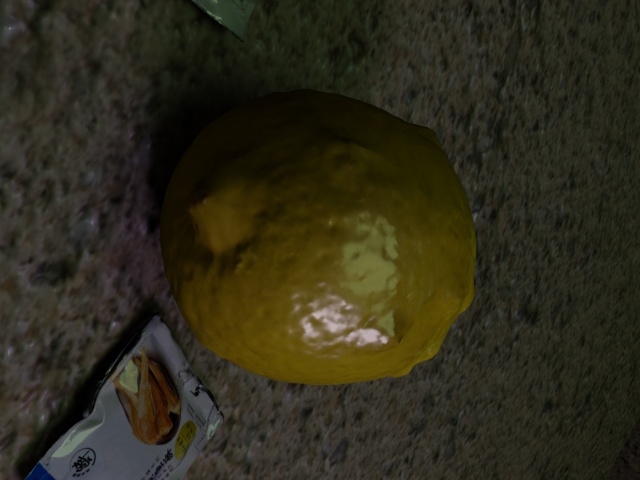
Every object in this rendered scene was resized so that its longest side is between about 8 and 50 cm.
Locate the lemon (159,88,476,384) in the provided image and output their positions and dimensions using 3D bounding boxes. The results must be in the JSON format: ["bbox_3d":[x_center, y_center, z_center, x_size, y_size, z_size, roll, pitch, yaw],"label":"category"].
[{"bbox_3d":[0.000,0.000,0.756,0.288,0.233,0.234,19,91,-57],"label":"lemon"}]

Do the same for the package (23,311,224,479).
[{"bbox_3d":[-0.154,0.170,0.806,0.173,0.027,0.171,-57,147,-27],"label":"package"}]

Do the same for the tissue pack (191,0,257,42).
[{"bbox_3d":[-0.052,-0.258,0.718,0.122,0.026,0.193,35,77,-58],"label":"tissue pack"}]
